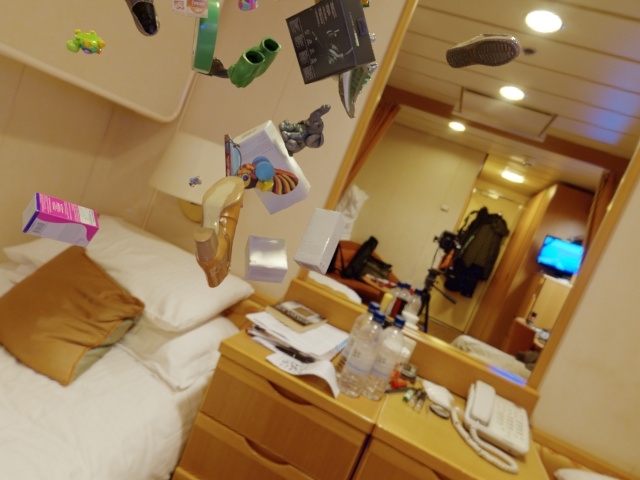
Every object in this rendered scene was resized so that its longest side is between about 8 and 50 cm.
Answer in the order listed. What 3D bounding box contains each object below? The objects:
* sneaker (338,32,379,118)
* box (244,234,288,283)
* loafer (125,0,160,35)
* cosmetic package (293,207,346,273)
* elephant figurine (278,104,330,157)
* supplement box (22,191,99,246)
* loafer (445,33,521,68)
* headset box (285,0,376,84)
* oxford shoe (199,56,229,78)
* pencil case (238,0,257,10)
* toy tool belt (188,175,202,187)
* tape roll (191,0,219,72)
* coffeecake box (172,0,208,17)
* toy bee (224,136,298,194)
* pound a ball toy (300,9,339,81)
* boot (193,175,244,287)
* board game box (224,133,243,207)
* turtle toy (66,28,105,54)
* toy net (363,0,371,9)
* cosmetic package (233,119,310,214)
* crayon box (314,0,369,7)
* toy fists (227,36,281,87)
[{"bbox_3d":[0.177,-0.739,1.945,0.182,0.410,0.158,-6,45,-4],"label":"sneaker"},{"bbox_3d":[-0.254,0.088,2.007,0.180,0.119,0.182,8,48,-18],"label":"box"},{"bbox_3d":[-0.749,-1.020,1.784,0.130,0.133,0.366,51,-15,39],"label":"loafer"},{"bbox_3d":[0.000,0.000,1.653,0.117,0.231,0.085,14,-21,29],"label":"cosmetic package"},{"bbox_3d":[-0.053,-0.482,1.922,0.239,0.169,0.186,-20,15,-1],"label":"elephant figurine"},{"bbox_3d":[-0.959,-0.072,1.607,0.220,0.111,0.114,24,26,-47],"label":"supplement box"},{"bbox_3d":[0.548,-0.645,1.451,0.268,0.092,0.102,21,-28,48],"label":"loafer"},{"bbox_3d":[0.043,-0.739,1.590,0.283,0.246,0.131,-2,24,43],"label":"headset box"},{"bbox_3d":[-0.522,-0.872,2.181,0.227,0.096,0.083,19,13,20],"label":"oxford shoe"},{"bbox_3d":[-0.347,-1.212,2.044,0.104,0.104,0.236,23,-31,8],"label":"pencil case"},{"bbox_3d":[-0.688,-0.323,2.349,0.083,0.052,0.051,-17,-18,16],"label":"toy tool belt"},{"bbox_3d":[-0.509,-0.907,1.905,0.077,0.321,0.321,5,12,-22],"label":"tape roll"},{"bbox_3d":[-0.485,-0.951,1.634,0.068,0.186,0.142,20,29,13],"label":"coffeecake box"},{"bbox_3d":[-0.241,-0.234,1.588,0.298,0.162,0.195,31,14,-6],"label":"toy bee"},{"bbox_3d":[-0.008,-0.972,2.187,0.319,0.135,0.208,57,22,18],"label":"pound a ball toy"},{"bbox_3d":[-0.290,-0.027,1.274,0.104,0.295,0.211,10,-40,7],"label":"boot"},{"bbox_3d":[-0.364,-0.291,1.818,0.027,0.281,0.145,-11,-27,6],"label":"board game box"},{"bbox_3d":[-0.848,-0.709,1.565,0.130,0.066,0.095,-22,60,-43],"label":"turtle toy"},{"bbox_3d":[0.179,-1.001,1.735,0.122,0.045,0.232,-12,-17,-19],"label":"toy net"},{"bbox_3d":[-0.235,-0.341,2.058,0.385,0.217,0.156,59,21,-27],"label":"cosmetic package"},{"bbox_3d":[0.066,-0.982,1.591,0.203,0.083,0.323,-1,-33,12],"label":"crayon box"},{"bbox_3d":[-0.259,-0.675,1.651,0.096,0.142,0.279,38,43,-11],"label":"toy fists"}]
